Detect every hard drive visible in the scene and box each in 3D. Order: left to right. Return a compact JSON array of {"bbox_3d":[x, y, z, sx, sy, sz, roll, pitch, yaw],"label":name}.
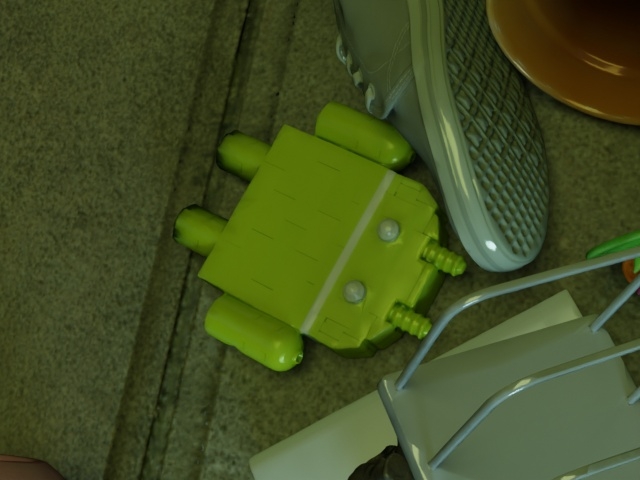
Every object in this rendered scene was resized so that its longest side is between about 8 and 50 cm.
[{"bbox_3d":[0.114,0.200,0.962,0.307,0.040,0.203,-29,65,8],"label":"hard drive"}]

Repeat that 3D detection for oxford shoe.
[{"bbox_3d":[0.084,-0.165,1.042,0.130,0.169,0.449,-30,64,27],"label":"oxford shoe"}]

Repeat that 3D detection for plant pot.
[{"bbox_3d":[0.270,-0.233,0.983,0.205,0.205,0.188,21,65,24],"label":"plant pot"}]

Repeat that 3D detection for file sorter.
[{"bbox_3d":[0.193,0.163,0.792,0.193,0.173,0.278,-14,64,-19],"label":"file sorter"}]

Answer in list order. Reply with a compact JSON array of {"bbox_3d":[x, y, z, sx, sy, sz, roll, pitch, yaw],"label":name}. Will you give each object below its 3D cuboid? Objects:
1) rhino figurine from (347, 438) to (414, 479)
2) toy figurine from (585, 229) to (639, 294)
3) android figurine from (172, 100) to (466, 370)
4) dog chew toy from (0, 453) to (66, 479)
[{"bbox_3d":[0.086,0.260,0.879,0.073,0.106,0.243,-9,63,-29],"label":"rhino figurine"},{"bbox_3d":[0.299,0.062,0.895,0.130,0.173,0.159,-10,79,-22],"label":"toy figurine"},{"bbox_3d":[0.000,0.000,1.065,0.273,0.056,0.248,27,82,27],"label":"android figurine"},{"bbox_3d":[-0.306,0.345,0.978,0.206,0.206,0.332,3,80,20],"label":"dog chew toy"}]
